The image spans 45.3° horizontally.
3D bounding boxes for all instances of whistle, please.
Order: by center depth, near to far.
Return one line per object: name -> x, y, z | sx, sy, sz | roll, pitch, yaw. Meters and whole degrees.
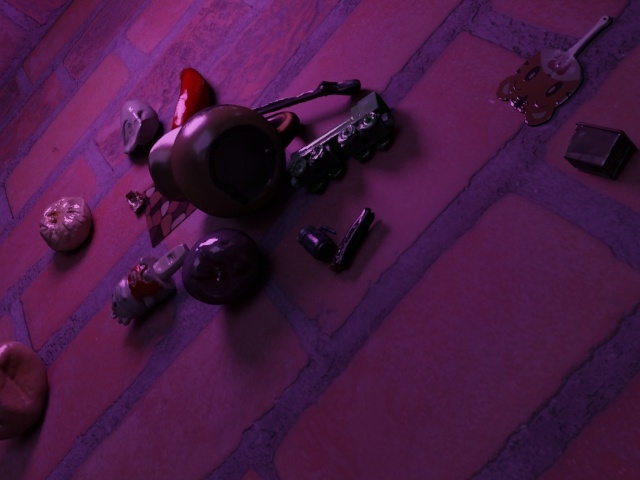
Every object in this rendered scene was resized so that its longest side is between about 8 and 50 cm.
whistle -> -0.389, 0.098, 1.728 | 0.253, 0.106, 0.102 | -39, 82, 14

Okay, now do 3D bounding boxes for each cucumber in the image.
cucumber -> 0.058, -0.001, 1.422 | 0.034, 0.033, 0.135 | 21, 79, 43

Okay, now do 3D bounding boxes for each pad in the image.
pad -> -0.389, -0.101, 1.945 | 0.158, 0.003, 0.235 | -41, 41, 14

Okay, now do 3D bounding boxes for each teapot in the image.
teapot -> -0.003, -0.002, 1.468 | 0.063, 0.049, 0.083 | -51, 39, 2

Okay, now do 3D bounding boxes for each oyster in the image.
oyster -> -0.489, -0.107, 2.020 | 0.093, 0.034, 0.051 | 49, 122, 41

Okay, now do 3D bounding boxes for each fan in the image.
fan -> 0.416, -0.303, 1.326 | 0.226, 0.008, 0.152 | -45, 40, 11

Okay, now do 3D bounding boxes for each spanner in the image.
spanner -> -0.048, -0.314, 1.706 | 0.325, 0.093, 0.026 | -9, 86, 36

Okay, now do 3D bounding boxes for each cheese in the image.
cheese -> -0.753, 0.348, 1.806 | 0.117, 0.218, 0.235 | -29, 66, 31

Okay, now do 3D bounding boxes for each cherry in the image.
cherry -> -0.203, 0.052, 1.554 | 0.176, 0.140, 0.176 | -39, 17, 15

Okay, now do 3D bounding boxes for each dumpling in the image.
dumpling -> -0.508, -0.320, 2.159 | 0.108, 0.153, 0.219 | -5, 26, -10

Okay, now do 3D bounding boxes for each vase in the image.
vase -> -0.188, -0.195, 1.688 | 0.329, 0.241, 0.302 | -33, 20, -21

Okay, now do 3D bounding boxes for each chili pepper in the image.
chili pepper -> -0.347, -0.359, 2.047 | 0.137, 0.092, 0.368 | -45, 29, 39

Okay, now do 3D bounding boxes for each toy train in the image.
toy train -> 0.038, -0.197, 1.554 | 0.251, 0.085, 0.119 | -30, 39, 21

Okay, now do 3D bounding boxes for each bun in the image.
bun -> -0.712, -0.051, 2.131 | 0.164, 0.111, 0.188 | -45, 37, 4

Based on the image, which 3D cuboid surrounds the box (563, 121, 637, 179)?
box -> 0.421, -0.136, 1.162 | 0.084, 0.060, 0.063 | 29, 91, 49
